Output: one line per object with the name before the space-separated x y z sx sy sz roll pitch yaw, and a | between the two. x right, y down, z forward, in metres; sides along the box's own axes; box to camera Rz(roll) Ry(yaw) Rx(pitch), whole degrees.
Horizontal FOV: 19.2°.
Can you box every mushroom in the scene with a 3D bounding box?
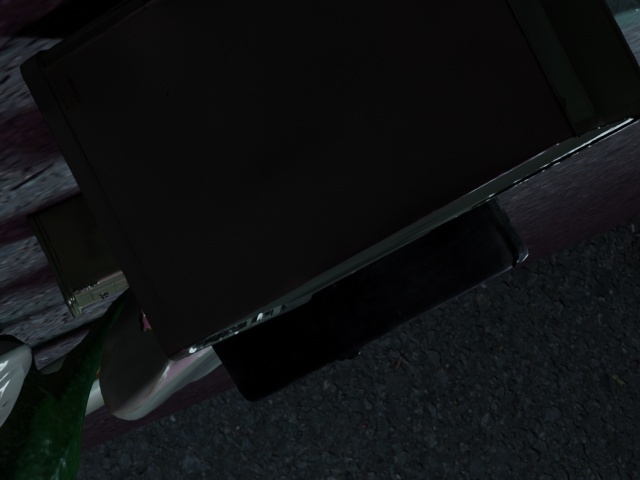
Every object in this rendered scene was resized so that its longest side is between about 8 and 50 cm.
mushroom | -0.015 0.013 1.402 0.329 0.159 0.122 -31 127 16

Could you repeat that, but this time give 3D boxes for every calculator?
calculator | 0.000 0.000 1.273 0.262 0.161 0.021 -29 -176 35

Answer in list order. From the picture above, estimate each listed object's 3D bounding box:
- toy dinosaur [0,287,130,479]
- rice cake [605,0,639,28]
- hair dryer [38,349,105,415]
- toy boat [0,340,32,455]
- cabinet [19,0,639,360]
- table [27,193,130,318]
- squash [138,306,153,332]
toy dinosaur | -0.211 0.201 1.446 0.447 0.087 0.301 -48 -138 -16
rice cake | 0.148 -0.144 1.183 0.245 0.045 0.042 -21 171 -31
hair dryer | -0.239 0.140 1.726 0.362 0.128 0.203 -31 174 -16
toy boat | -0.326 0.154 1.407 0.269 0.140 0.141 -12 178 21
cabinet | 0.011 -0.069 0.829 0.206 0.150 0.145 -29 176 24
table | -0.134 0.002 1.211 0.083 0.062 0.079 -25 174 -7
squash | -0.002 -0.073 1.018 0.287 0.137 0.137 -38 171 8
